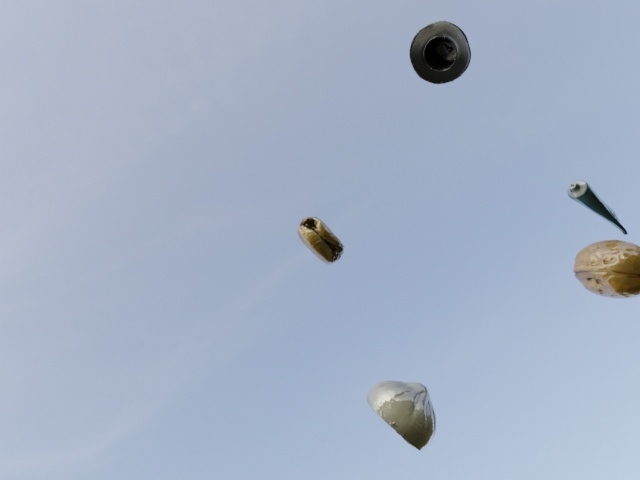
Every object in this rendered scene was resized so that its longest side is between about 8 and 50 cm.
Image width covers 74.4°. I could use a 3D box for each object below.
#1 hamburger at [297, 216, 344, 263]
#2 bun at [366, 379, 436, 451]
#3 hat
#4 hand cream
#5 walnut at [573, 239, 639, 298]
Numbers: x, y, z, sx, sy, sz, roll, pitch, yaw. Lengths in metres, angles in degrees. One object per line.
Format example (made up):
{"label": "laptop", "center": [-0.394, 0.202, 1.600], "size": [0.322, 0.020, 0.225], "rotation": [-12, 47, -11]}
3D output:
{"label": "hamburger", "center": [0.000, 0.000, 1.167], "size": [0.083, 0.138, 0.147], "rotation": [-44, -95, -9]}
{"label": "bun", "center": [0.156, 0.297, 0.758], "size": [0.138, 0.138, 0.094], "rotation": [40, -95, -19]}
{"label": "hat", "center": [0.230, -0.356, 0.795], "size": [0.121, 0.050, 0.121], "rotation": [22, -50, 29]}
{"label": "hand cream", "center": [0.682, -0.085, 1.036], "size": [0.224, 0.083, 0.048], "rotation": [24, -46, -26]}
{"label": "walnut", "center": [0.708, 0.070, 1.026], "size": [0.144, 0.180, 0.144], "rotation": [2, -97, -17]}
